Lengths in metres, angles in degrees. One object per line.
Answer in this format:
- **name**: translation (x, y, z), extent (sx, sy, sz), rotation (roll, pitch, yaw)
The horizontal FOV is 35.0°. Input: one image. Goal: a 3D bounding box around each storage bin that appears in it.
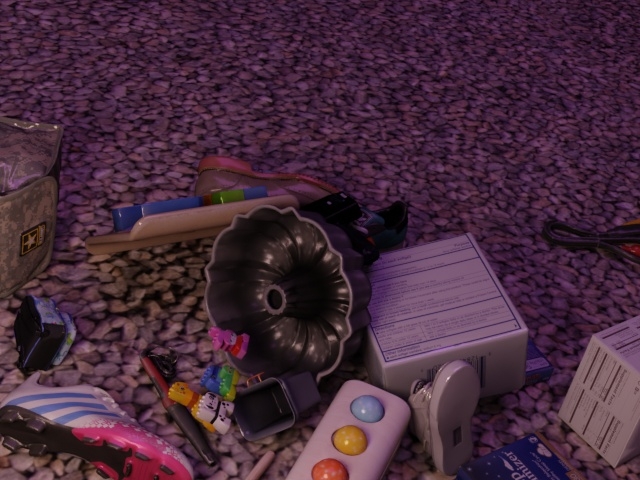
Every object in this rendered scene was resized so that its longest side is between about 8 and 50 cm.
- **storage bin**: translation (-0.072, 0.261, 1.678), extent (0.091, 0.135, 0.098), rotation (-17, 81, -50)

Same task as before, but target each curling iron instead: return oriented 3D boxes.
- **curling iron**: translation (-0.234, 0.270, 1.701), extent (0.068, 0.035, 0.274), rotation (-10, 41, -28)

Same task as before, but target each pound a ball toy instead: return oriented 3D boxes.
- **pound a ball toy**: translation (-0.007, 0.342, 1.585), extent (0.208, 0.136, 0.319), rotation (22, 36, 13)

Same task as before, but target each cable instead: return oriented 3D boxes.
- **cable**: translation (0.654, 0.011, 2.328), extent (0.287, 0.072, 0.140), rotation (-5, 54, -3)

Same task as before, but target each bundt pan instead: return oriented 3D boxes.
- **bundt pan**: translation (-0.045, 0.095, 1.778), extent (0.331, 0.331, 0.124), rotation (34, 24, 28)

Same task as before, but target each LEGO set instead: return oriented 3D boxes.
- **LEGO set**: translation (-0.192, 0.236, 1.681), extent (0.093, 0.087, 0.227), rotation (28, 31, -13)

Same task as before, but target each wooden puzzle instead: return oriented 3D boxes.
- **wooden puzzle**: translation (-0.252, -0.047, 1.911), extent (0.322, 0.081, 0.348), rotation (-11, -1, -28)

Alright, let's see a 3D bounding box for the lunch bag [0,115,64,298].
- **lunch bag**: translation (-0.571, -0.059, 1.877), extent (0.168, 0.235, 0.287), rotation (8, 36, -11)

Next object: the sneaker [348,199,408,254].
- **sneaker**: translation (0.059, -0.010, 2.096), extent (0.302, 0.121, 0.108), rotation (-20, 46, -36)

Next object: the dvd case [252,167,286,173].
- **dvd case**: translation (-0.139, -0.135, 2.302), extent (0.119, 0.013, 0.087), rotation (8, 36, -4)

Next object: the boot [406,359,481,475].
- **boot**: translation (0.186, 0.264, 1.652), extent (0.095, 0.258, 0.123), rotation (-24, 45, -24)

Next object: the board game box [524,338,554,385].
- **board game box**: translation (0.322, 0.227, 1.925), extent (0.201, 0.035, 0.136), rotation (-9, 40, -26)

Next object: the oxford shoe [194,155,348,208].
- **oxford shoe**: translation (-0.101, -0.074, 2.174), extent (0.348, 0.123, 0.130), rotation (12, 62, -3)

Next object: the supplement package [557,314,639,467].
- **supplement package**: translation (0.592, 0.251, 1.826), extent (0.261, 0.204, 0.145), rotation (-15, 43, -33)

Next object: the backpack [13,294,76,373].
- **backpack**: translation (-0.474, 0.155, 1.733), extent (0.084, 0.105, 0.114), rotation (14, 28, -39)

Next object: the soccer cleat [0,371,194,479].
- **soccer cleat**: translation (-0.336, 0.288, 1.576), extent (0.331, 0.116, 0.143), rotation (17, 36, 8)

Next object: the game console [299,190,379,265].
- **game console**: translation (0.000, 0.000, 1.966), extent (0.213, 0.044, 0.361), rotation (-27, 22, -8)

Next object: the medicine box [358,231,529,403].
- **medicine box**: translation (0.200, 0.149, 1.847), extent (0.263, 0.149, 0.289), rotation (-13, 40, -8)

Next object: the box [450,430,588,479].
- **box**: translation (0.325, 0.406, 1.682), extent (0.225, 0.037, 0.136), rotation (-16, 44, -32)
